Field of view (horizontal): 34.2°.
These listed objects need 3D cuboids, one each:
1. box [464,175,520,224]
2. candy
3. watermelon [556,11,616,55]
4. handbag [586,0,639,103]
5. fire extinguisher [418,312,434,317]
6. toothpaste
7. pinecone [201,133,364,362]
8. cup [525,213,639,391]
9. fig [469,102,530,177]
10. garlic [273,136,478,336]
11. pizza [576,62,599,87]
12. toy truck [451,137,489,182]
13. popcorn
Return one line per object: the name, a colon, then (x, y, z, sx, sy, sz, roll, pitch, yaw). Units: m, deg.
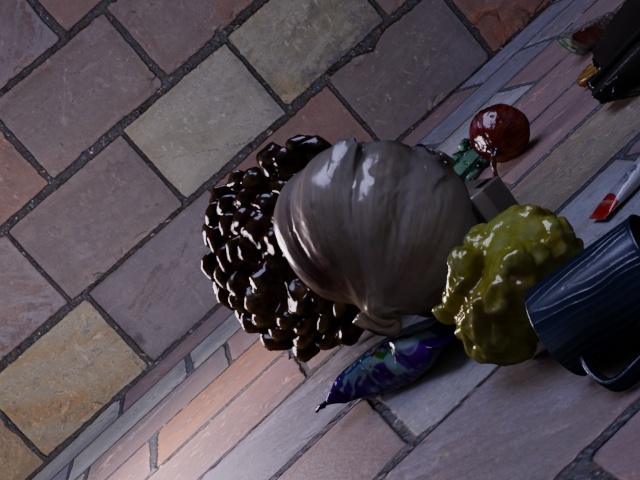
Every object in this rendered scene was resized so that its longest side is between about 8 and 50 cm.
box: (0.251, -0.023, 1.572, 0.058, 0.141, 0.201, -38, 9, -9)
candy: (0.113, 0.167, 1.489, 0.275, 0.070, 0.145, -36, 0, 40)
watermelon: (0.642, -0.489, 2.468, 0.139, 0.071, 0.187, -27, 7, 36)
handbag: (0.597, -0.377, 1.908, 0.257, 0.113, 0.285, -44, 13, 30)
fire extinguisher: (0.219, 0.040, 1.721, 0.252, 0.106, 0.075, -52, -25, -57)
toothpaste: (0.446, -0.098, 1.448, 0.190, 0.031, 0.048, -46, 12, -8)
pinecone: (0.000, 0.000, 1.864, 0.398, 0.398, 0.398, -41, 8, 7)
cup: (0.287, 0.065, 1.035, 0.138, 0.113, 0.150, -40, 6, 28)
fig: (0.357, -0.206, 2.129, 0.150, 0.128, 0.128, -53, 9, -3)
garlic: (0.084, -0.006, 1.483, 0.241, 0.322, 0.322, -47, 9, -24)
pizza: (0.612, -0.390, 2.174, 0.184, 0.036, 0.176, -41, 6, 21)
toy truck: (0.305, -0.148, 2.262, 0.154, 0.080, 0.078, -46, -18, -29)
popcorn: (0.219, 0.046, 1.204, 0.197, 0.155, 0.197, -36, -25, -20)
